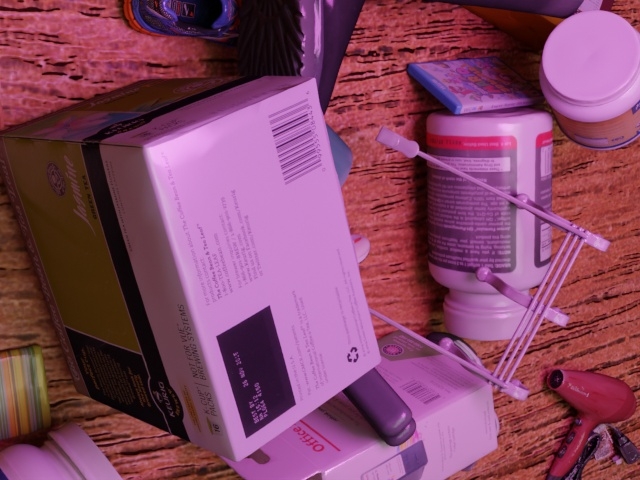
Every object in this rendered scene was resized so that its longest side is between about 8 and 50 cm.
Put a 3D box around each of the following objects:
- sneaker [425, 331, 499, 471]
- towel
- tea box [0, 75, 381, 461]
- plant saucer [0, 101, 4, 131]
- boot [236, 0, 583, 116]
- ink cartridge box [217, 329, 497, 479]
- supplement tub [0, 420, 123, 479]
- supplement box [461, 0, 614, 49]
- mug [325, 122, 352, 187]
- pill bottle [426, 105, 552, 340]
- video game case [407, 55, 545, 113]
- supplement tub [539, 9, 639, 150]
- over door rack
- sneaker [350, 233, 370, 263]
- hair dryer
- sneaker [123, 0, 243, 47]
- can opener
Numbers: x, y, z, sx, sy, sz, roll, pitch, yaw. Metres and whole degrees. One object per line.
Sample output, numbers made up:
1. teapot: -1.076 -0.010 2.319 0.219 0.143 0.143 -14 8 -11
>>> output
1. sneaker: 0.199 0.255 1.477 0.132 0.086 0.229 -53 126 -41
2. towel: -0.426 0.188 1.114 0.237 0.021 0.102 -9 99 -31
3. tea box: -0.147 0.010 1.062 0.220 0.323 0.329 -29 116 -37
4. plant saucer: -0.429 -0.120 1.035 0.200 0.037 0.200 -7 104 -32
5. boot: 0.129 -0.302 1.197 0.445 0.146 0.367 -8 113 -33
6. ink cartridge box: 0.036 0.265 1.319 0.353 0.207 0.119 -21 117 -28
7. supplement tub: -0.349 0.367 1.073 0.316 0.228 0.228 -36 117 -23
8. supplement box: 0.322 -0.399 1.418 0.191 0.129 0.194 20 88 -34
9. mug: -0.047 -0.091 1.238 0.097 0.129 0.158 44 75 -31
10. pill bottle: 0.241 -0.027 1.414 0.176 0.176 0.319 -10 105 -32
11. video game case: 0.221 -0.222 1.399 0.166 0.119 0.015 -11 134 -31
12. supplement tub: 0.376 -0.214 1.338 0.144 0.144 0.199 -68 156 -3
13. over door rack: 0.172 0.026 1.282 0.324 0.108 0.240 27 96 6
14. sneaker: 0.000 0.000 1.331 0.161 0.057 0.075 -12 112 -28
15. hair dryer: 0.456 0.331 1.690 0.223 0.080 0.294 -34 116 -23
16. sneaker: -0.118 -0.270 1.179 0.221 0.087 0.083 -9 105 -32
17. can opener: -0.001 0.157 1.250 0.095 0.283 0.076 -37 149 -9
